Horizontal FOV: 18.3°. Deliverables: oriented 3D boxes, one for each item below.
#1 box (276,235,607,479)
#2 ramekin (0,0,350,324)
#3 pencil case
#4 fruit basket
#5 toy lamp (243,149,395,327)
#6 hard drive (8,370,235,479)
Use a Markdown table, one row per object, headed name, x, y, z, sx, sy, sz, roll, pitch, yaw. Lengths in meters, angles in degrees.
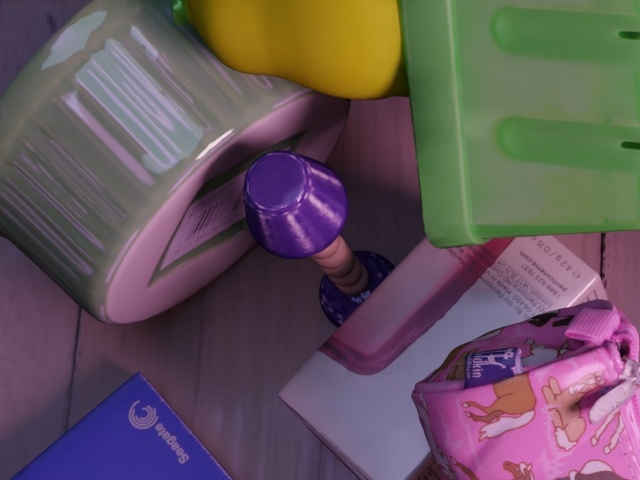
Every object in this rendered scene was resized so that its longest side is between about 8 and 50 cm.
| name | x | y | z | sx | sy | sz | roll | pitch | yaw |
| --- | --- | --- | --- | --- | --- | --- | --- | --- | --- |
| box | 0.101 | 0.091 | 1.533 | 0.232 | 0.148 | 0.127 | -46 | 68 | -5 |
| ramekin | -0.118 | -0.074 | 1.566 | 0.303 | 0.303 | 0.148 | -43 | 76 | -3 |
| pencil case | 0.195 | 0.241 | 1.367 | 0.160 | 0.167 | 0.386 | -20 | 92 | -6 |
| fruit basket | 0.099 | -0.192 | 1.404 | 0.392 | 0.392 | 0.283 | 32 | 43 | 20 |
| toy lamp | 0.000 | 0.000 | 1.518 | 0.080 | 0.275 | 0.080 | -4 | 71 | 11 |
| hard drive | -0.201 | 0.280 | 1.575 | 0.318 | 0.040 | 0.210 | -40 | 63 | -8 |
